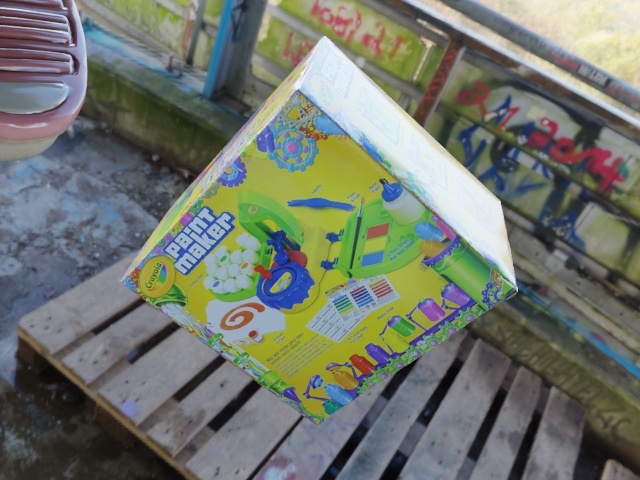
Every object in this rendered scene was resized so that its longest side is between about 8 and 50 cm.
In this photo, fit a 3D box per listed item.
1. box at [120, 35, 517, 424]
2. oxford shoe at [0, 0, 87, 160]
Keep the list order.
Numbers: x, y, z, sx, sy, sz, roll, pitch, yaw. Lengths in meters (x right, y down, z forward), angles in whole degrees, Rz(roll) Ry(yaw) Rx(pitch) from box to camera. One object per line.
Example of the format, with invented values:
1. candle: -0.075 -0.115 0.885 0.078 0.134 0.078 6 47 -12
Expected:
1. box: 0.000 0.000 0.687 0.279 0.290 0.177 40 30 -16
2. oxford shoe: -0.260 -0.145 0.430 0.123 0.130 0.348 -7 46 -43
